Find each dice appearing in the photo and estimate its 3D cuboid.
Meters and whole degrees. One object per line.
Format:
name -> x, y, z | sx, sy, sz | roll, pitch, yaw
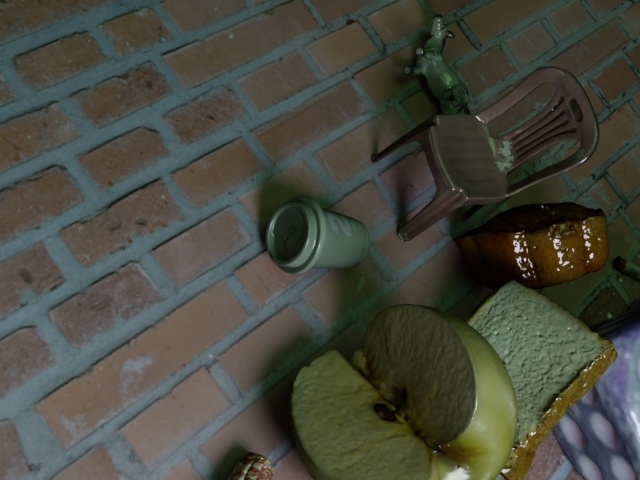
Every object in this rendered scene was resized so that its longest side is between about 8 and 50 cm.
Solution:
dice -> 0.537, 0.251, 1.455 | 0.271, 0.270, 0.270 | -22, 82, -17

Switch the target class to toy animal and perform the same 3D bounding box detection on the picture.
toy animal -> 0.230, -0.314, 1.695 | 0.176, 0.073, 0.216 | -25, 87, -53

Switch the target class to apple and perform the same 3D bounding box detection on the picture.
apple -> 0.121, 0.246, 1.234 | 0.295, 0.258, 0.233 | -44, 128, -5

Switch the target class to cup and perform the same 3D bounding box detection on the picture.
cup -> 0.000, 0.000, 1.378 | 0.141, 0.120, 0.120 | 14, 61, -41

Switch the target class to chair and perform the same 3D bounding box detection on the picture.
chair -> 0.265, -0.142, 1.471 | 0.183, 0.326, 0.175 | -7, 71, -35

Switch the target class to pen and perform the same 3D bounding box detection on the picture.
pen -> 0.678, 0.084, 1.818 | 0.218, 0.026, 0.026 | 25, 57, -21

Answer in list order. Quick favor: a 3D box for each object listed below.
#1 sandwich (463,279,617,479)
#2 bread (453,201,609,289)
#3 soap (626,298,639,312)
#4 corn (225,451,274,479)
sandwich -> 0.289, 0.204, 1.356 | 0.251, 0.226, 0.087 | -50, 140, -2
bread -> 0.372, 0.002, 1.528 | 0.232, 0.247, 0.135 | -18, 95, -29
soap -> 0.614, 0.204, 1.696 | 0.122, 0.065, 0.203 | 48, 52, -4
corn -> -0.121, 0.380, 1.142 | 0.079, 0.079, 0.237 | 38, 50, -12
